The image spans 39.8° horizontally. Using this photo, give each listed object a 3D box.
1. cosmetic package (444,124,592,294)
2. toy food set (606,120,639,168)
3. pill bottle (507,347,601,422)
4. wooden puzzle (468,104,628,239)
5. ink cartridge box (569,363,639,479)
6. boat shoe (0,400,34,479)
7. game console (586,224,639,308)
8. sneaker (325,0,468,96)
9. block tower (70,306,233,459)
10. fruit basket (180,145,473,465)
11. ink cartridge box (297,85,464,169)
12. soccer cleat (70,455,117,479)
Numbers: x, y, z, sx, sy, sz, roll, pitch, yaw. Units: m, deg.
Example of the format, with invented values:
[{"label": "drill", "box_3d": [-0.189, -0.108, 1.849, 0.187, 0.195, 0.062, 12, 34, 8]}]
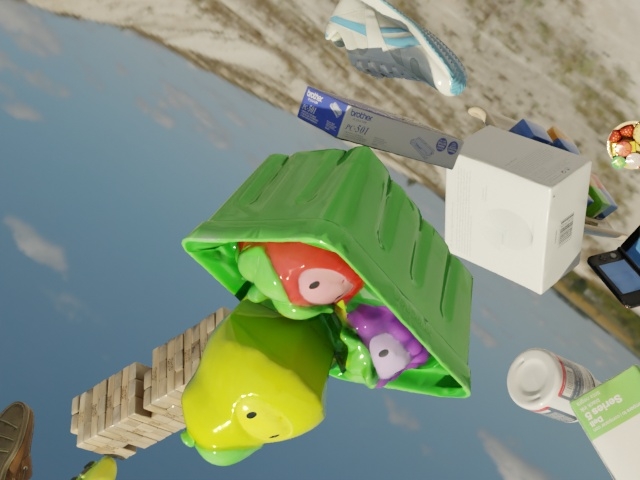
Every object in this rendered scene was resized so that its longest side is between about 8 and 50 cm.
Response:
[{"label": "cosmetic package", "box_3d": [0.354, -0.061, 1.618, 0.224, 0.224, 0.138, 27, -136, 37]}, {"label": "toy food set", "box_3d": [0.489, -0.146, 1.374, 0.020, 0.083, 0.083, -56, -43, -57]}, {"label": "pill bottle", "box_3d": [0.422, 0.262, 1.558, 0.180, 0.108, 0.108, 25, -165, -38]}, {"label": "wooden puzzle", "box_3d": [0.499, -0.153, 1.872, 0.322, 0.080, 0.348, 6, -135, -51]}, {"label": "ink cartridge box", "box_3d": [0.481, 0.329, 1.273, 0.273, 0.114, 0.198, 61, -172, 20]}, {"label": "boat shoe", "box_3d": [-0.762, 0.551, 2.161, 0.110, 0.307, 0.104, 7, 163, 33]}, {"label": "game console", "box_3d": [0.611, 0.045, 1.711, 0.124, 0.085, 0.144, -12, -135, -18]}, {"label": "sneaker", "box_3d": [0.099, -0.245, 1.153, 0.087, 0.092, 0.229, 14, -153, -53]}, {"label": "block tower", "box_3d": [-0.226, 0.220, 1.301, 0.097, 0.335, 0.091, 30, -141, -40]}, {"label": "fruit basket", "box_3d": [-0.010, 0.117, 1.092, 0.282, 0.392, 0.392, 0, 159, 41]}, {"label": "ink cartridge box", "box_3d": [0.081, -0.146, 1.161, 0.207, 0.046, 0.097, 10, -164, -38]}, {"label": "soccer cleat", "box_3d": [-0.380, 0.466, 1.337, 0.121, 0.289, 0.093, 33, 163, -4]}]
